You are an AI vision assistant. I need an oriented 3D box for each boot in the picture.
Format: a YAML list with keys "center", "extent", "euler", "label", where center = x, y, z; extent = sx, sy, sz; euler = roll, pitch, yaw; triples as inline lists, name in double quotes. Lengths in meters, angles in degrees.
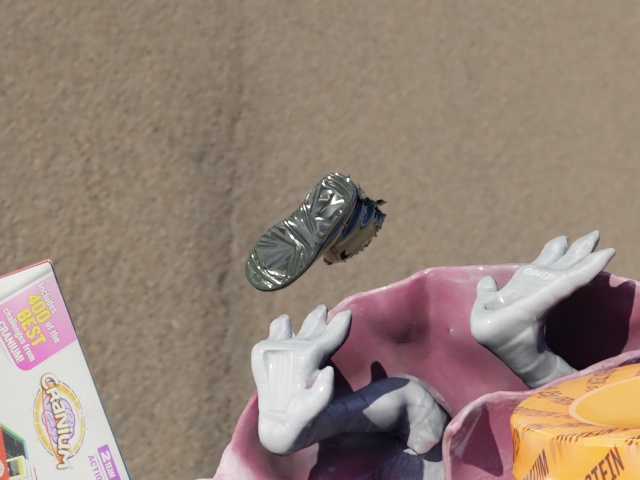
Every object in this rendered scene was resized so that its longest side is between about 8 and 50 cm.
- center: [-0.001, 0.000, 1.214]
  extent: [0.045, 0.121, 0.099]
  euler: [41, 1, 19]
  label: "boot"

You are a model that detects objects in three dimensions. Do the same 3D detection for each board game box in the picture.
- center: [-0.340, 0.176, 1.368]
  extent: [0.317, 0.064, 0.242]
  euler: [-21, 92, -46]
  label: "board game box"

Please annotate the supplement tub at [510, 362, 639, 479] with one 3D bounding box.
- center: [0.178, 0.222, 0.599]
  extent: [0.207, 0.207, 0.337]
  euler: [-14, 96, -53]
  label: "supplement tub"

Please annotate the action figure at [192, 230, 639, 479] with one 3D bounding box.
- center: [0.113, 0.190, 0.778]
  extent: [0.275, 0.248, 0.370]
  euler: [-49, 131, -45]
  label: "action figure"
